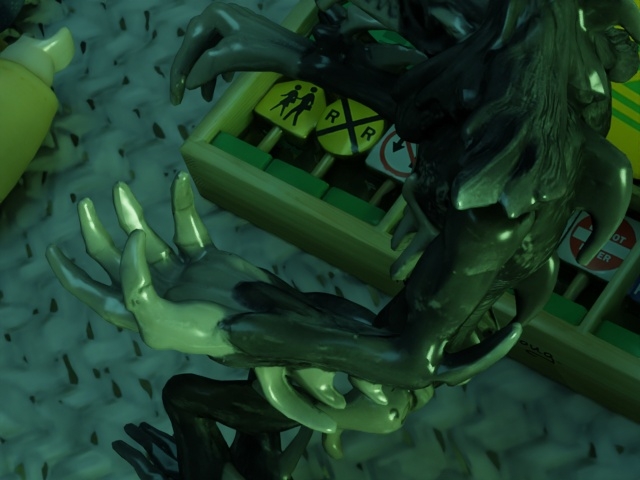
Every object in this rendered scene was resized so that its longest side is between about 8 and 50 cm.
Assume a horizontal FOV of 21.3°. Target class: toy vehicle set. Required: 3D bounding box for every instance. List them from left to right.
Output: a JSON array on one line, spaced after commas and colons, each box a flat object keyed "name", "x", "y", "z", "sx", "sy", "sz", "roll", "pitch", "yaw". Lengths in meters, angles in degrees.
[{"name": "toy vehicle set", "x": 0.101, "y": -0.033, "z": 0.642, "sx": 0.267, "sy": 0.035, "sz": 0.166, "roll": 27, "pitch": 67, "yaw": 24}]

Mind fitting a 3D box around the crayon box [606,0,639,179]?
[{"name": "crayon box", "x": 0.262, "y": -0.155, "z": 0.618, "sx": 0.313, "sy": 0.106, "sz": 0.363, "roll": 15, "pitch": 53, "yaw": 21}]

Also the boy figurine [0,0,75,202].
[{"name": "boy figurine", "x": -0.195, "y": -0.058, "z": 0.687, "sx": 0.177, "sy": 0.092, "sz": 0.285, "roll": 7, "pitch": 57, "yaw": 12}]

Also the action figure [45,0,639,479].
[{"name": "action figure", "x": 0.000, "y": 0.000, "z": 0.496, "sx": 0.141, "sy": 0.276, "sz": 0.164, "roll": 29, "pitch": 29, "yaw": 1}]
